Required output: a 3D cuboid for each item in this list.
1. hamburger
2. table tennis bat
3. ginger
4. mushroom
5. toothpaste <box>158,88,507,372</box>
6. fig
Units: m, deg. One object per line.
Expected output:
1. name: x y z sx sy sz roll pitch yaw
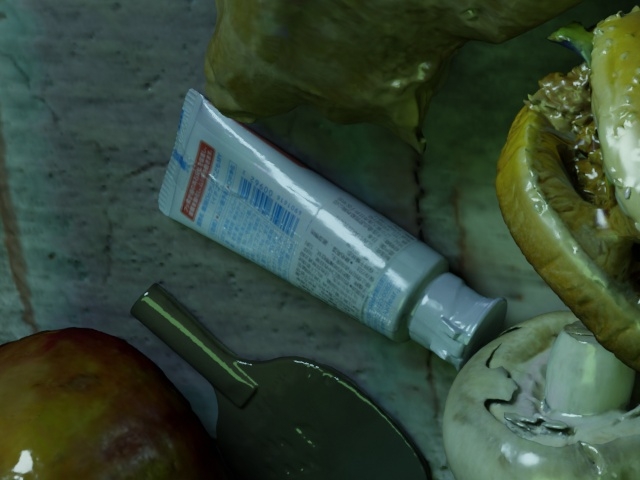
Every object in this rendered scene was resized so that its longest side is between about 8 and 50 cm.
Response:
1. hamburger: 0.183 -0.020 0.922 0.181 0.191 0.118 24 137 -20
2. table tennis bat: -0.028 0.114 1.202 0.234 0.022 0.131 43 126 0
3. ginger: 0.003 -0.142 0.994 0.270 0.123 0.219 -34 98 35
4. mushroom: 0.143 0.096 1.023 0.154 0.154 0.122 16 126 20
5. toothpaste: 0.000 0.000 1.114 0.234 0.057 0.089 31 122 19
6. fig: -0.159 0.169 1.177 0.224 0.224 0.263 51 161 -3
